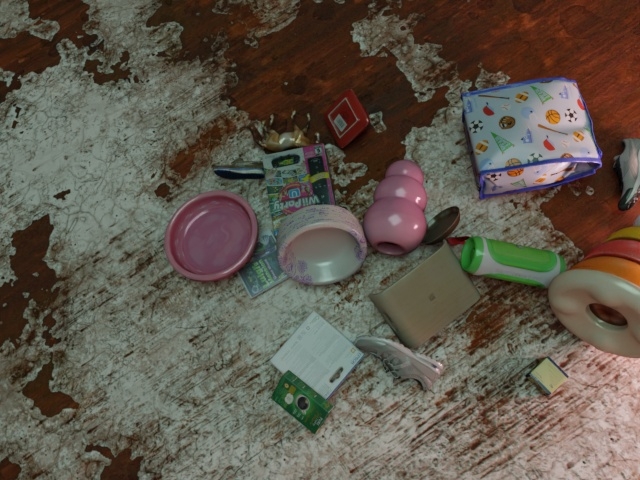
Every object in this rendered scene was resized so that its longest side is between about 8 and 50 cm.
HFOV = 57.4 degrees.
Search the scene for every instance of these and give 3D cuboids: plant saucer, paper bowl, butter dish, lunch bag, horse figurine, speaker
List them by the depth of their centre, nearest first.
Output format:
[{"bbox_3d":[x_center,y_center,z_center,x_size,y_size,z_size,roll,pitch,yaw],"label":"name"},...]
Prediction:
[{"bbox_3d":[0.595,0.069,1.812,0.297,0.131,0.131,11,73,-9],"label":"speaker"},{"bbox_3d":[0.000,0.000,1.869,0.285,0.284,0.148,-10,45,4],"label":"paper bowl"},{"bbox_3d":[0.393,-0.043,1.904,0.029,0.168,0.168,43,81,-14],"label":"plant saucer"},{"bbox_3d":[0.683,-0.338,1.913,0.386,0.239,0.327,-12,69,11],"label":"lunch bag"},{"bbox_3d":[-0.365,-0.009,2.000,0.333,0.084,0.331,-5,66,11],"label":"plant saucer"},{"bbox_3d":[0.116,-0.430,2.078,0.160,0.118,0.160,-39,68,37],"label":"butter dish"},{"bbox_3d":[-0.130,-0.384,2.115,0.264,0.066,0.174,-7,66,2],"label":"horse figurine"}]

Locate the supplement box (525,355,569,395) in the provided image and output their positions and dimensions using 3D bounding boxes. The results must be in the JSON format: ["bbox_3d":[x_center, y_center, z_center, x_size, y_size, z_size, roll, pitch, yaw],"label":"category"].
[{"bbox_3d":[0.683,0.410,1.765,0.083,0.056,0.083,-41,72,-7],"label":"supplement box"}]

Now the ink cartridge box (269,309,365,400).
[{"bbox_3d":[-0.010,0.376,1.866,0.224,0.045,0.223,40,81,14],"label":"ink cartridge box"}]

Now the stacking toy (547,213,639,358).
[{"bbox_3d":[0.938,0.075,1.735,0.351,0.350,0.480,35,67,16],"label":"stacking toy"}]

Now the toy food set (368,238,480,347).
[{"bbox_3d":[0.332,0.167,1.843,0.306,0.092,0.219,-36,104,-7],"label":"toy food set"}]

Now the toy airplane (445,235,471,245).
[{"bbox_3d":[0.457,0.003,1.896,0.151,0.151,0.028,-1,86,7],"label":"toy airplane"}]

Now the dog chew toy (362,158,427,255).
[{"bbox_3d":[0.258,-0.120,1.919,0.207,0.206,0.331,10,67,10],"label":"dog chew toy"}]

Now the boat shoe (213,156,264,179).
[{"bbox_3d":[-0.290,-0.260,2.100,0.183,0.066,0.066,4,68,-2],"label":"boat shoe"}]

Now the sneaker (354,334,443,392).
[{"bbox_3d":[0.231,0.376,1.801,0.282,0.105,0.115,22,79,9],"label":"sneaker"}]

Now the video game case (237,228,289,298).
[{"bbox_3d":[-0.204,0.078,1.998,0.173,0.022,0.190,-30,71,-3],"label":"video game case"}]

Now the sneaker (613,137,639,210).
[{"bbox_3d":[1.008,-0.217,1.914,0.108,0.100,0.271,14,71,26],"label":"sneaker"}]

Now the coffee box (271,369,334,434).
[{"bbox_3d":[-0.058,0.500,1.807,0.184,0.040,0.113,34,119,17],"label":"coffee box"}]

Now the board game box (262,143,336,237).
[{"bbox_3d":[-0.066,-0.164,2.021,0.224,0.097,0.303,-12,72,4],"label":"board game box"}]
